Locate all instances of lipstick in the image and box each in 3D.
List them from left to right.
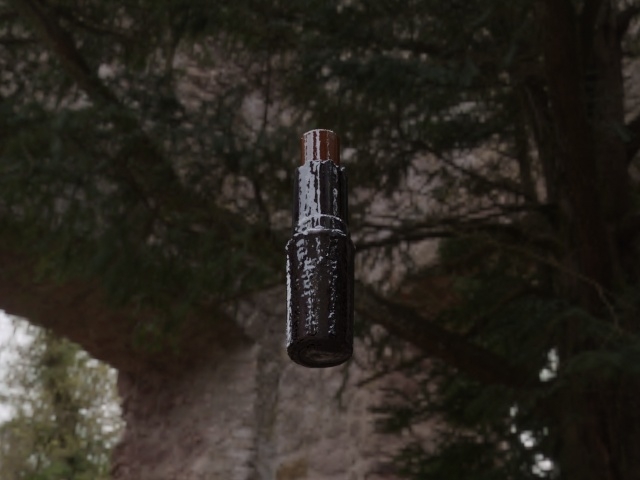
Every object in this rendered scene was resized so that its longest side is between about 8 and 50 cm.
[{"bbox_3d":[0.000,0.000,1.200,0.081,0.300,0.081,1,-30,0],"label":"lipstick"}]
